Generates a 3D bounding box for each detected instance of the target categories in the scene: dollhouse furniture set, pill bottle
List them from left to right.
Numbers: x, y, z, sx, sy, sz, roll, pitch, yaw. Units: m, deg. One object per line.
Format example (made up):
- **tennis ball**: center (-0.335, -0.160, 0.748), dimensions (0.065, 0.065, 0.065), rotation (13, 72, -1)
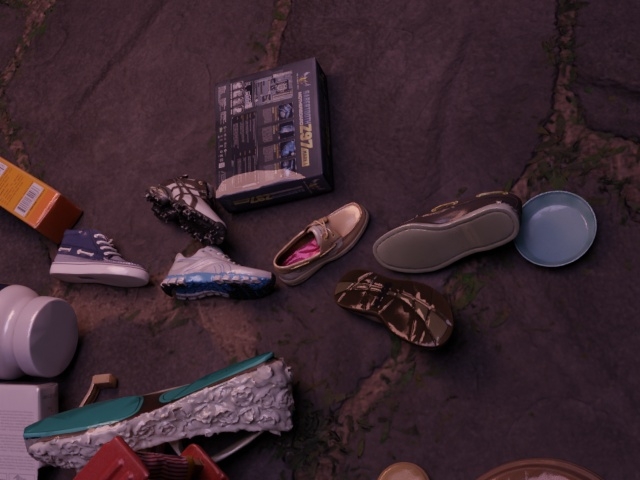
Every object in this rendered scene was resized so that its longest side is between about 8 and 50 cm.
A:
- **pill bottle**: center (-0.531, 0.142, 1.792), dimensions (0.264, 0.153, 0.153), rotation (5, 67, 23)
- **dollhouse furniture set**: center (-0.282, 0.439, 1.472), dimensions (0.374, 0.201, 0.152), rotation (-49, 61, 10)

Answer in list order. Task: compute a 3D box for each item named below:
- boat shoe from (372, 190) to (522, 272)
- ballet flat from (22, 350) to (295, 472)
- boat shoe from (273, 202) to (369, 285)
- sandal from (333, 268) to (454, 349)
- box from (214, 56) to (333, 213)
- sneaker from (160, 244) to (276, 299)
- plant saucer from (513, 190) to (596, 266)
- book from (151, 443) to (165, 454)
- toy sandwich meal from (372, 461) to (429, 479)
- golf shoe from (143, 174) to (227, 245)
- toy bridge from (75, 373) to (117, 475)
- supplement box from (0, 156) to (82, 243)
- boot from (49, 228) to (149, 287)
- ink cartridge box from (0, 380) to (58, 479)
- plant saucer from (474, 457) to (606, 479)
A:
- **boat shoe**: center (0.186, -0.013, 1.630), dimensions (0.227, 0.081, 0.069), rotation (-15, 25, 27)
- **ballet flat**: center (-0.225, 0.276, 1.601), dimensions (0.408, 0.147, 0.147), rotation (-17, 60, 5)
- **boat shoe**: center (0.000, 0.000, 1.704), dimensions (0.170, 0.059, 0.063), rotation (-42, 57, -2)
- **sandal**: center (0.109, 0.103, 1.615), dimensions (0.219, 0.060, 0.090), rotation (16, 65, 43)
- **box**: center (-0.078, -0.171, 1.821), dimensions (0.183, 0.059, 0.233), rotation (-13, 60, 16)
- **sneaker**: center (-0.156, 0.043, 1.742), dimensions (0.190, 0.071, 0.083), rotation (1, 60, 22)
- **plant saucer**: center (0.334, -0.013, 1.599), dimensions (0.119, 0.021, 0.119), rotation (-9, 62, 17)
- **book**: center (-0.282, 0.348, 1.661), dimensions (0.096, 0.035, 0.144), rotation (-4, 64, 17)
- **toy sandwich meal**: center (0.110, 0.339, 1.510), dimensions (0.085, 0.029, 0.086), rotation (-8, 60, 14)
- **golf shoe**: center (-0.197, -0.060, 1.791), dimensions (0.094, 0.077, 0.198), rotation (-36, 43, -24)
- **toy bridge**: center (-0.354, 0.298, 1.717), dimensions (0.063, 0.026, 0.188), rotation (-7, 63, 22)
- **supplement box**: center (-0.524, -0.083, 1.947), dimensions (0.233, 0.078, 0.080), rotation (31, 82, 32)
- **boot**: center (-0.354, 0.024, 1.828), dimensions (0.190, 0.069, 0.086), rotation (3, 69, 25)
- **ink cartridge box**: center (-0.536, 0.340, 1.753), dimensions (0.275, 0.060, 0.239), rotation (-1, 89, 21)
- **plant saucer**: center (0.271, 0.406, 1.405), dimensions (0.277, 0.041, 0.278), rotation (-9, 63, 18)
